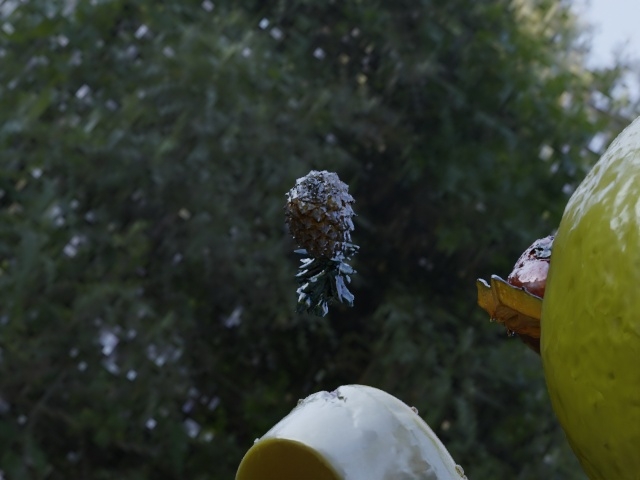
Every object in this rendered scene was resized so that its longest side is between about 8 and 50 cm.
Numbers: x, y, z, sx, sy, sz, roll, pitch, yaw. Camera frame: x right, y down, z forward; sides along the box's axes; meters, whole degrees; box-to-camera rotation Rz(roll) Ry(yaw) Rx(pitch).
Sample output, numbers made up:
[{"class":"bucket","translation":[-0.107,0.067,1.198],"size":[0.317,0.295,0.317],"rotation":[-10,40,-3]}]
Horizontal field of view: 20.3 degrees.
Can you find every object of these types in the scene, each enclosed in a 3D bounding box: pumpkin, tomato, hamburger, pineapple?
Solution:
[{"class":"pumpkin","translation":[0.165,0.061,1.425],"size":[0.101,0.035,0.073],"rotation":[27,-10,-10]},{"class":"tomato","translation":[0.273,0.091,2.100],"size":[0.099,0.189,0.173],"rotation":[-26,-71,19]},{"class":"hamburger","translation":[0.052,0.257,1.415],"size":[0.227,0.151,0.295],"rotation":[-2,-76,53]},{"class":"pineapple","translation":[0.001,0.000,2.104],"size":[0.083,0.103,0.221],"rotation":[5,-35,8]}]

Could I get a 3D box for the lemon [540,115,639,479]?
[{"class":"lemon","translation":[0.280,0.052,0.973],"size":[0.364,0.364,0.364],"rotation":[23,-36,18]}]
